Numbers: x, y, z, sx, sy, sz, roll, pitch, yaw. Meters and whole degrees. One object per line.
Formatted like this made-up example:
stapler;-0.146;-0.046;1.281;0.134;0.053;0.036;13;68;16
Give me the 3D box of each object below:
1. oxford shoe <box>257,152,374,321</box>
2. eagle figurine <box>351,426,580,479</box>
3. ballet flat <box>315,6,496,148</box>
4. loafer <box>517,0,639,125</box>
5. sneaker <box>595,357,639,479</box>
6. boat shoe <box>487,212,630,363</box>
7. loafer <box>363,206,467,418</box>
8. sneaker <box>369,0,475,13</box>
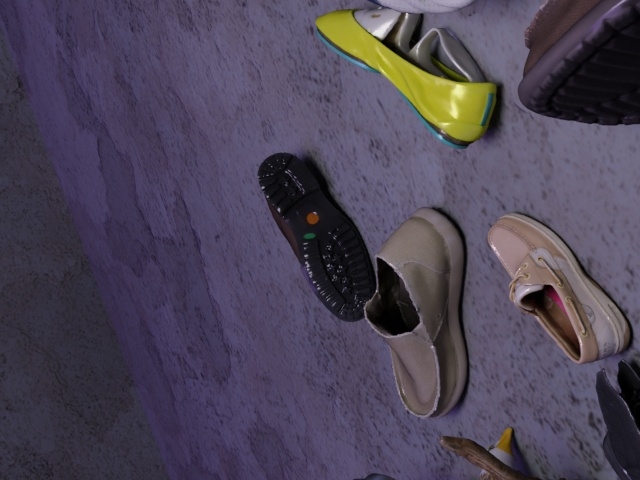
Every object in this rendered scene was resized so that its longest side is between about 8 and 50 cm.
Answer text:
oxford shoe;0.000;0.000;1.288;0.227;0.082;0.096;63;174;12
eagle figurine;0.160;0.299;1.070;0.226;0.225;0.298;53;142;8
ballet flat;0.084;-0.178;0.983;0.231;0.077;0.077;47;126;33
loafer;0.241;-0.197;0.611;0.366;0.133;0.130;132;141;-52
sneaker;0.288;0.188;0.871;0.170;0.051;0.089;56;157;32
boat shoe;0.200;0.041;0.922;0.170;0.059;0.063;50;149;34
loafer;0.097;0.090;1.125;0.102;0.092;0.269;37;140;48
sneaker;0.071;-0.333;0.779;0.236;0.130;0.323;33;133;38
